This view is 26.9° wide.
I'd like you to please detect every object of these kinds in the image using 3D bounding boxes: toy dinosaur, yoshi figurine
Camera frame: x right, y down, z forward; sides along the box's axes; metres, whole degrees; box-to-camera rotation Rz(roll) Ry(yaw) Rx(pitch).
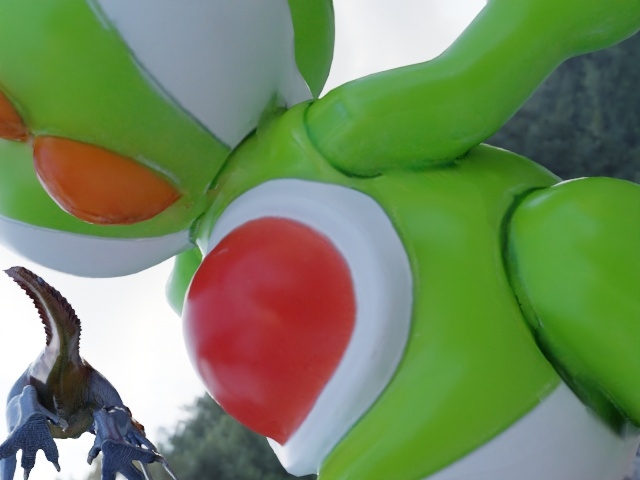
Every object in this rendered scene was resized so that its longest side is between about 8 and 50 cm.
[{"bbox_3d":[-0.059,0.040,0.343,0.082,0.047,0.090,-127,42,-72],"label":"toy dinosaur"},{"bbox_3d":[0.016,-0.016,0.431,0.203,0.362,0.203,-50,-9,-11],"label":"yoshi figurine"}]
